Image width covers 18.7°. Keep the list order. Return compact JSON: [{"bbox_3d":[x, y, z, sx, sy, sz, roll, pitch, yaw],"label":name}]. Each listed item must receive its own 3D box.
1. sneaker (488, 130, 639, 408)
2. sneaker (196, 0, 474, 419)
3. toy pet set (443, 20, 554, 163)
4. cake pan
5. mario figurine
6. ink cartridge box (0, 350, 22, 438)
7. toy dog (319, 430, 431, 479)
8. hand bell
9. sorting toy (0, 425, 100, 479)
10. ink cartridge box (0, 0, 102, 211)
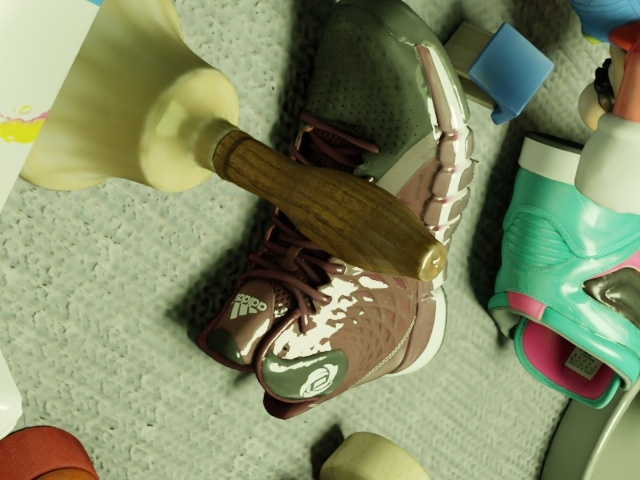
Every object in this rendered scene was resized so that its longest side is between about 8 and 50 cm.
[{"bbox_3d":[0.226,0.035,1.432,0.295,0.124,0.178,13,97,-47],"label":"sneaker"},{"bbox_3d":[0.000,0.000,1.145,0.162,0.106,0.281,-31,135,-31],"label":"sneaker"},{"bbox_3d":[0.095,-0.075,1.244,0.114,0.065,0.122,-53,145,-13],"label":"toy pet set"},{"bbox_3d":[0.282,0.177,1.668,0.293,0.054,0.293,-31,135,-37],"label":"cake pan"},{"bbox_3d":[0.177,-0.141,1.208,0.198,0.170,0.320,-41,119,-15],"label":"mario figurine"},{"bbox_3d":[-0.269,0.071,0.790,0.172,0.100,0.237,-41,152,25],"label":"ink cartridge box"},{"bbox_3d":[0.048,0.286,1.348,0.220,0.161,0.333,-53,144,-12],"label":"toy dog"},{"bbox_3d":[-0.034,-0.039,0.949,0.126,0.242,0.126,-30,134,-37],"label":"hand bell"},{"bbox_3d":[-0.210,0.185,0.982,0.365,0.126,0.127,-1,114,-53],"label":"sorting toy"},{"bbox_3d":[-0.192,-0.073,0.868,0.134,0.078,0.231,19,98,-55],"label":"ink cartridge box"}]
